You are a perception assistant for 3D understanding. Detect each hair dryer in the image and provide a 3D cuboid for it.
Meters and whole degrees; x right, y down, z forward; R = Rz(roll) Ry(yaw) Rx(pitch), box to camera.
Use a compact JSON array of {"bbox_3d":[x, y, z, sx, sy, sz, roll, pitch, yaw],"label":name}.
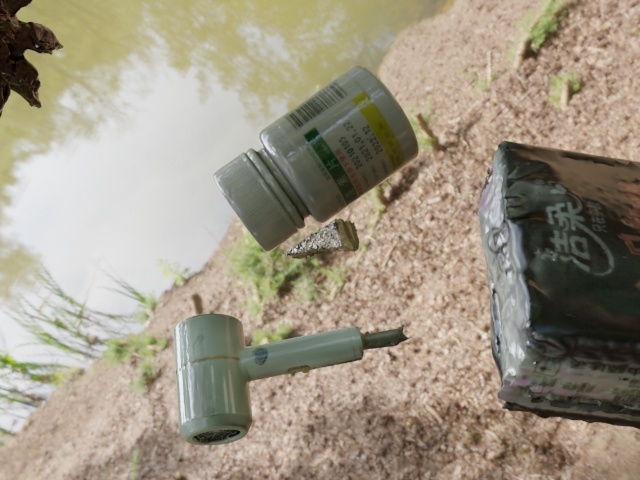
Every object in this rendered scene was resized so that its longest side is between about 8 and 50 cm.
[{"bbox_3d":[-0.037,0.179,1.000,0.357,0.107,0.173,-12,61,2],"label":"hair dryer"}]

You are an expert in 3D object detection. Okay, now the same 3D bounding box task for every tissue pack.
[{"bbox_3d":[0.300,0.035,0.565,0.245,0.332,0.123,-82,0,-46],"label":"tissue pack"}]

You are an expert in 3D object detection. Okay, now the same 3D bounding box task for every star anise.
[{"bbox_3d":[-0.431,-0.276,0.866,0.088,0.288,0.288,0,60,21],"label":"star anise"}]

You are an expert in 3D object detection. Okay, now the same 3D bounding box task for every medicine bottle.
[{"bbox_3d":[-0.010,-0.144,1.251,0.339,0.208,0.208,-36,36,-2],"label":"medicine bottle"}]

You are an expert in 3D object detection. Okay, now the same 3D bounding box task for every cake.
[{"bbox_3d":[0.000,0.000,1.149,0.140,0.051,0.055,-11,78,41],"label":"cake"}]
